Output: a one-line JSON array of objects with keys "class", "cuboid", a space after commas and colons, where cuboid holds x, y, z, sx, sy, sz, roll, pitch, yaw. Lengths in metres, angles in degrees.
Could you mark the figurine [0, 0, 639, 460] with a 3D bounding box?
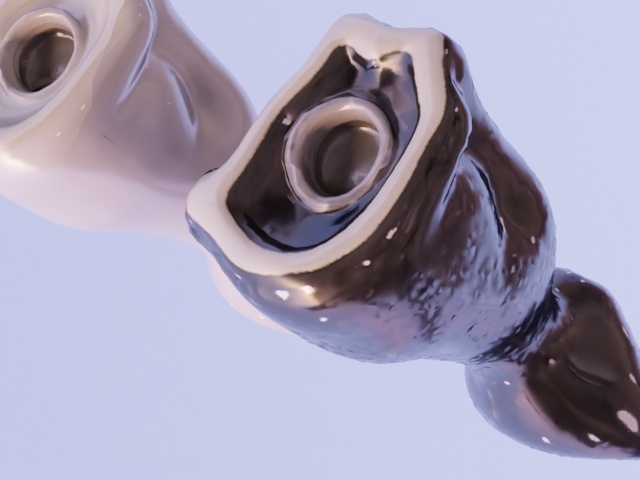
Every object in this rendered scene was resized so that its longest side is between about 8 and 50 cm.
[{"class": "figurine", "cuboid": [0.000, 0.000, 0.657, 0.092, 0.215, 0.209, -60, -40, -10]}]
